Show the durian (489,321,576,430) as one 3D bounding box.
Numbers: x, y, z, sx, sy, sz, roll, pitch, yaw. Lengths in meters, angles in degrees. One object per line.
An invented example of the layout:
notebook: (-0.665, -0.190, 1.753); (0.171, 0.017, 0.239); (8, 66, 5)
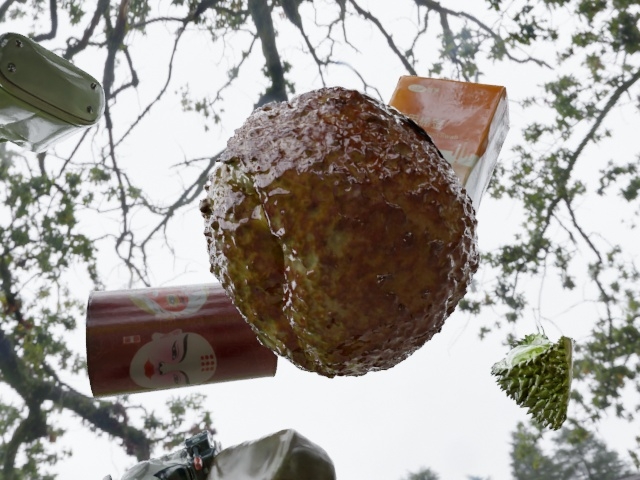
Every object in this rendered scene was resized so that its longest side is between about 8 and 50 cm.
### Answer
durian: (0.438, 0.260, 1.062); (0.169, 0.158, 0.352); (-47, -17, 4)

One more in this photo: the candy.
candy: (-0.075, 0.338, 0.762); (0.104, 0.102, 0.234); (37, -44, -17)

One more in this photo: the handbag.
handbag: (-0.557, -0.245, 0.976); (0.315, 0.109, 0.241); (-8, -24, 35)

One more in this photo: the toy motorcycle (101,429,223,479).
toy motorcycle: (-0.254, 0.379, 0.851); (0.221, 0.102, 0.150); (-19, 3, -17)

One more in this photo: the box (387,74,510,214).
box: (0.217, -0.151, 1.090); (0.224, 0.341, 0.143); (17, -15, 29)

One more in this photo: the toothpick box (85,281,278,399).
toothpick box: (-0.263, 0.185, 1.058); (0.333, 0.204, 0.204); (-4, -44, -14)

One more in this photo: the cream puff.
cream puff: (0.000, -0.001, 0.438); (0.163, 0.240, 0.240); (-27, -34, -33)
